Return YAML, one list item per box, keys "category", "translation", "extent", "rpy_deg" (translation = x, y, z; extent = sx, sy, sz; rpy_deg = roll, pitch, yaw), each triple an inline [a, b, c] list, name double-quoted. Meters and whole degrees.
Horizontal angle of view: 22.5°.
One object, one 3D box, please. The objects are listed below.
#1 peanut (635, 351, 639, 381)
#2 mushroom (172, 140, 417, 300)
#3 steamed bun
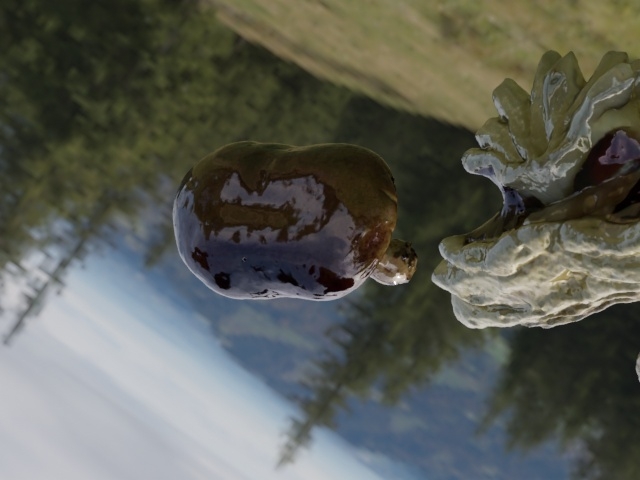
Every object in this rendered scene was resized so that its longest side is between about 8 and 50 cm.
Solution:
- category: "peanut"
  translation: [0.550, 0.217, 2.297]
  extent: [0.236, 0.120, 0.110]
  rpy_deg: [35, -166, -14]
- category: "mushroom"
  translation: [0.000, 0.000, 1.431]
  extent: [0.227, 0.148, 0.217]
  rpy_deg: [11, 171, 33]
- category: "steamed bun"
  translation: [0.262, -0.063, 1.652]
  extent: [0.189, 0.247, 0.428]
  rpy_deg: [40, 153, -21]
